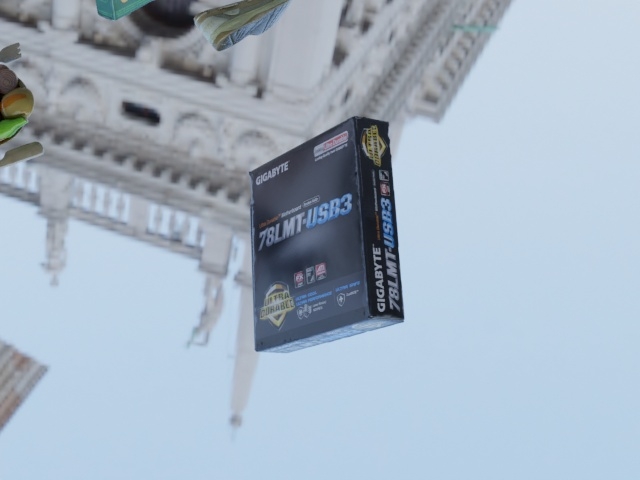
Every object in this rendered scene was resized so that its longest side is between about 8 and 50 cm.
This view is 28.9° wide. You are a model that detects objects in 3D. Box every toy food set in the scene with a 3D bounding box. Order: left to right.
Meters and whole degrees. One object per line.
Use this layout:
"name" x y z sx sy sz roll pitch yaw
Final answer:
"toy food set" -0.491 -0.201 1.858 0.132 0.038 0.192 -20 -109 7

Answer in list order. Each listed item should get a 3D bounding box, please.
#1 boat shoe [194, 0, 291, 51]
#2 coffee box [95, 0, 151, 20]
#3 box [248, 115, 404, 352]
"boat shoe" -0.091 -0.276 1.504 0.048 0.056 0.153 47 -133 6
"coffee box" -0.272 -0.412 1.729 0.040 0.184 0.113 25 -133 31
"box" 0.000 0.000 1.826 0.073 0.295 0.294 5 -106 -36
